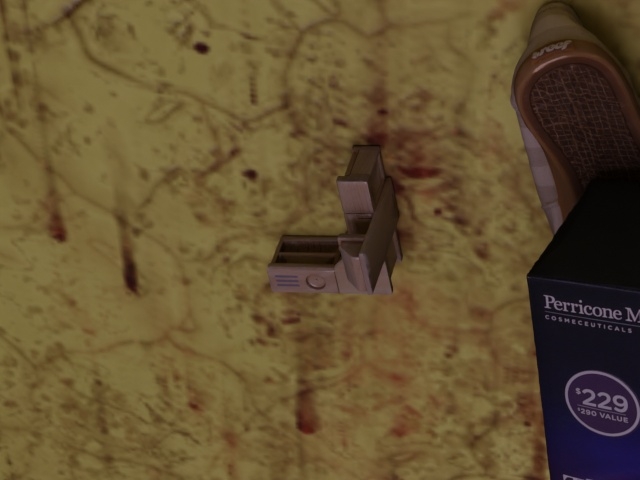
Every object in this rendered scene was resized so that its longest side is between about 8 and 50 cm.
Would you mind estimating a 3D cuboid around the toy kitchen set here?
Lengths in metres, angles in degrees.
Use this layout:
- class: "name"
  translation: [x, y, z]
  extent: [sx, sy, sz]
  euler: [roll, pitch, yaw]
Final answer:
- class: "toy kitchen set"
  translation: [0.000, 0.000, 1.005]
  extent: [0.075, 0.068, 0.083]
  euler: [1, 130, 17]

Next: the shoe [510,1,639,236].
- class: "shoe"
  translation: [0.153, -0.031, 0.944]
  extent: [0.077, 0.058, 0.219]
  euler: [-19, 128, 7]

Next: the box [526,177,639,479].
- class: "box"
  translation: [0.244, 0.083, 0.856]
  extent: [0.261, 0.103, 0.184]
  euler: [8, 123, 28]
